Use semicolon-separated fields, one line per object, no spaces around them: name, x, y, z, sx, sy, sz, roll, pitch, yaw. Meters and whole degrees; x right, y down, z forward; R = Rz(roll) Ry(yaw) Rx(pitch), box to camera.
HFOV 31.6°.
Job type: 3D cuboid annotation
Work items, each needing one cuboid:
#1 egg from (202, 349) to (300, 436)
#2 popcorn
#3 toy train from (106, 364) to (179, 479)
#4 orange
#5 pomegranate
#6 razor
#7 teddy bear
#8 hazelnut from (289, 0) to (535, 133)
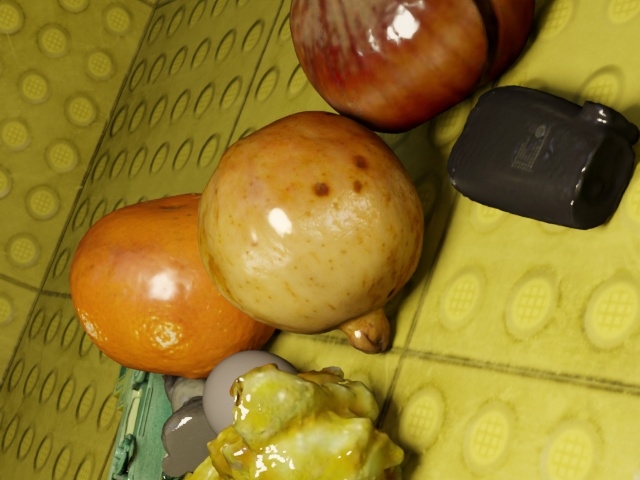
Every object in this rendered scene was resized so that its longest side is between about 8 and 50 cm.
egg;-0.105;0.278;1.932;0.232;0.176;0.176;11;78;63
popcorn;-0.043;0.352;1.652;0.321;0.290;0.325;-60;-4;33
toy train;-0.357;0.376;2.330;0.237;0.150;0.369;-38;37;54
orange;-0.259;0.086;2.130;0.424;0.424;0.326;20;121;62
pomegranate;0.000;0.000;1.831;0.410;0.410;0.410;-40;37;38
razor;0.308;-0.124;1.632;0.189;0.107;0.327;-65;28;1
teddy bear;-0.209;0.328;2.138;0.171;0.144;0.251;-18;25;10
hazelnut;0.144;-0.363;1.850;0.409;0.359;0.359;-38;38;35
